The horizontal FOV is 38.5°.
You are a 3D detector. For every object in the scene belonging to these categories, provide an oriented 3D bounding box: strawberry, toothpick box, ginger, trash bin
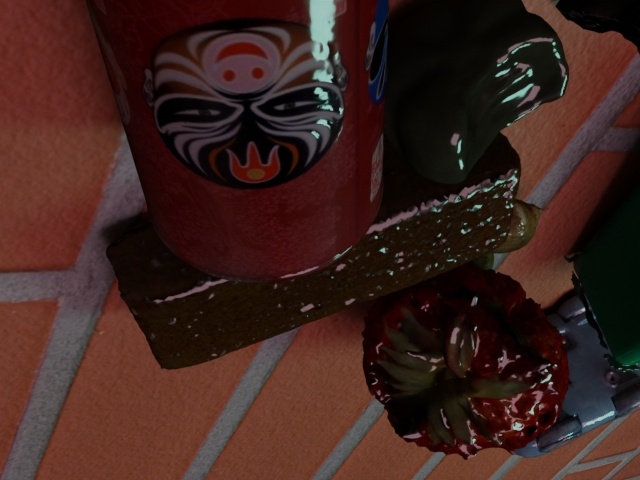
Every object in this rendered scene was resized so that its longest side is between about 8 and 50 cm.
[{"bbox_3d":[0.183,0.137,1.157,0.261,0.261,0.257,-54,177,33],"label":"strawberry"},{"bbox_3d":[-0.052,-0.143,0.635,0.204,0.204,0.333,-21,147,-13],"label":"toothpick box"},{"bbox_3d":[0.225,-0.008,1.151,0.096,0.067,0.165,-20,159,-13],"label":"ginger"},{"bbox_3d":[0.509,-0.011,1.196,0.259,0.295,0.381,-7,154,-24],"label":"trash bin"}]

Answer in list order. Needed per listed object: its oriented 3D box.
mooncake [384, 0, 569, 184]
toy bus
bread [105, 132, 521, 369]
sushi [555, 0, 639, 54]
[{"bbox_3d":[0.130,-0.138,0.810,0.168,0.175,0.104,10,155,17],"label":"mooncake"},{"bbox_3d":[0.379,0.237,1.490,0.294,0.197,0.232,-23,157,-12],"label":"toy bus"},{"bbox_3d":[0.000,0.000,0.948,0.416,0.113,0.165,-20,145,-11],"label":"bread"},{"bbox_3d":[0.363,-0.235,0.868,0.150,0.153,0.172,35,92,-33],"label":"sushi"}]
